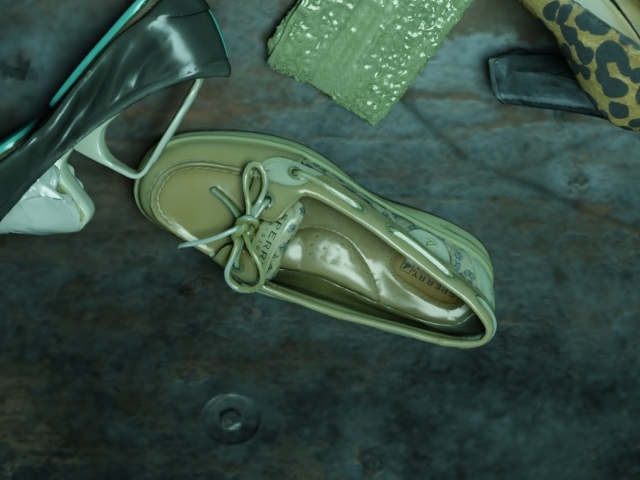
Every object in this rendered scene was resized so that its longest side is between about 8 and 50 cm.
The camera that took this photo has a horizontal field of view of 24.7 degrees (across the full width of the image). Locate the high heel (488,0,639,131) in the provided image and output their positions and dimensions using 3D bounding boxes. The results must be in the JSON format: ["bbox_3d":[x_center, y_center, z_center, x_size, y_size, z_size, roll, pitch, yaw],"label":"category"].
[{"bbox_3d":[0.161,-0.197,0.932,0.093,0.186,0.261,-31,116,-28],"label":"high heel"}]

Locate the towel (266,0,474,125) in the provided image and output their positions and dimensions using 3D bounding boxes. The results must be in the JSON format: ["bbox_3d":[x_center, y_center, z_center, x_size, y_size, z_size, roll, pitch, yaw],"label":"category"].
[{"bbox_3d":[0.039,-0.163,1.036,0.110,0.027,0.148,29,109,-14],"label":"towel"}]

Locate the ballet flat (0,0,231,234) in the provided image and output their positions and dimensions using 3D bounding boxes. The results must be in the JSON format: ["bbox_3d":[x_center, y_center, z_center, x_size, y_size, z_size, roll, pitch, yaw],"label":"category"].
[{"bbox_3d":[-0.177,-0.065,1.033,0.280,0.095,0.096,-39,98,15],"label":"ballet flat"}]

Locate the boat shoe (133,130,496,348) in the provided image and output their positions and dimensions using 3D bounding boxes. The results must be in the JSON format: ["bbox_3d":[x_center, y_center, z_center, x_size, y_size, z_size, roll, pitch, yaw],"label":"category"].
[{"bbox_3d":[0.000,0.000,1.073,0.285,0.089,0.104,18,113,-8],"label":"boat shoe"}]
